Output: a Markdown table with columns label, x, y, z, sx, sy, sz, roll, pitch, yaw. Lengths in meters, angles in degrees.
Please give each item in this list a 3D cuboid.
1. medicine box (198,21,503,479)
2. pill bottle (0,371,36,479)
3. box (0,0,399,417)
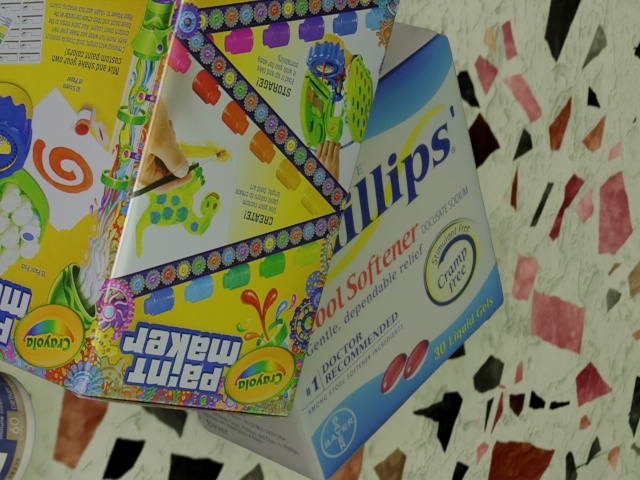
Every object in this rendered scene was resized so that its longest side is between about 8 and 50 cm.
| label | x | y | z | sx | sy | sz | roll | pitch | yaw |
| --- | --- | --- | --- | --- | --- | --- | --- | --- | --- |
| medicine box | 0.000 | 0.000 | 1.191 | 0.263 | 0.149 | 0.289 | -41 | 131 | -31 |
| pill bottle | -0.285 | 0.127 | 0.961 | 0.169 | 0.094 | 0.094 | 15 | 92 | -49 |
| box | -0.143 | -0.065 | 0.897 | 0.177 | 0.290 | 0.279 | 15 | 91 | -49 |
